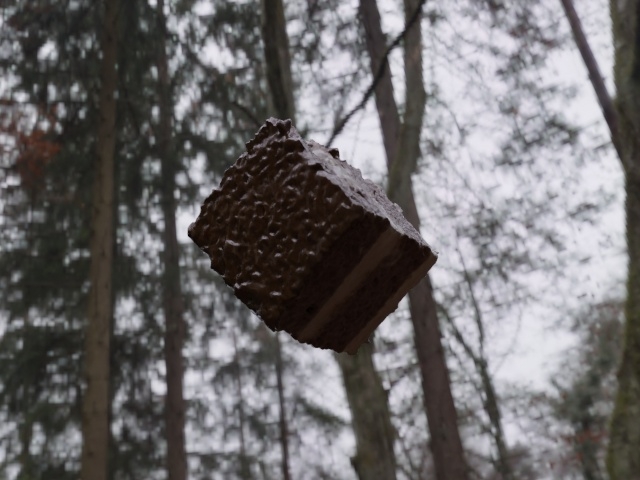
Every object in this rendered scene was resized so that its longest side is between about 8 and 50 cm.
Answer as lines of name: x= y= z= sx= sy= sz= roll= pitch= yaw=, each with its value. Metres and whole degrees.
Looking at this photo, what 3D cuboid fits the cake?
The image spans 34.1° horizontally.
cake: x=0.000 y=0.000 z=0.823 sx=0.147 sy=0.135 sz=0.134 roll=17 pitch=-64 yaw=-50
